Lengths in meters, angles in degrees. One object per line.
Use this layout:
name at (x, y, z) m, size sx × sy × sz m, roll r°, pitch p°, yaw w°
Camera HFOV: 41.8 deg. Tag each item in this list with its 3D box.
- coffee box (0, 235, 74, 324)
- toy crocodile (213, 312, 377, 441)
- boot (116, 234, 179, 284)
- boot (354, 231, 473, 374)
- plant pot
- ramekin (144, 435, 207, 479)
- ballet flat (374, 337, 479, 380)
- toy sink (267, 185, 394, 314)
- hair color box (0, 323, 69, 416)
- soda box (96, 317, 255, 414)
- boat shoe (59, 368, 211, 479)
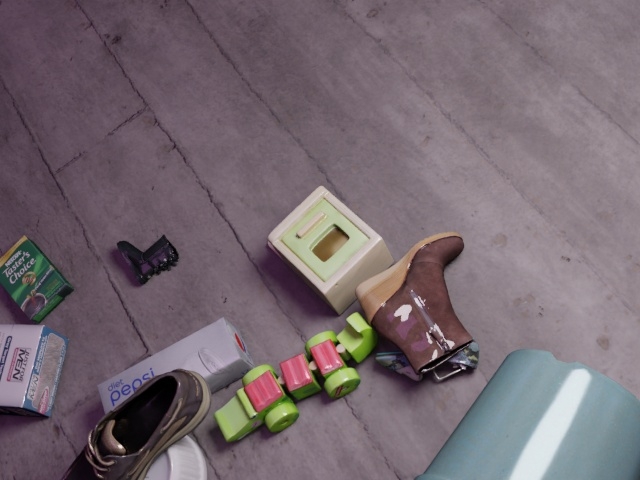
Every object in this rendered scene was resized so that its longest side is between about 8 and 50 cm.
coffee box at (-0.635, 0.085, 1.837) m, size 0.113 × 0.040 × 0.184 m, roll -45°, pitch 61°, yaw -5°
toy crocodile at (-0.045, 0.253, 1.533) m, size 0.341 × 0.105 × 0.115 m, roll -30°, pitch 60°, yaw 3°
boot at (-0.364, 0.025, 1.777) m, size 0.099 × 0.045 × 0.121 m, roll -37°, pitch 68°, yaw 1°
boot at (0.208, 0.110, 1.512) m, size 0.248 × 0.090 × 0.207 m, roll -31°, pitch 59°, yaw -17°
plant pot at (0.318, 0.368, 1.257) m, size 0.341 × 0.341 × 0.334 m, roll 25°, pitch 67°, yaw 26°
ramekin at (-0.324, 0.436, 1.535) m, size 0.207 × 0.109 × 0.207 m, roll -7°, pitch 64°, yaw 15°
ballet flat at (0.191, 0.219, 1.500) m, size 0.189 × 0.070 × 0.070 m, roll -11°, pitch 63°, yaw 16°
toy sink at (0.000, 0.000, 1.622) m, size 0.153 × 0.131 × 0.234 m, roll -43°, pitch 60°, yaw -5°
hair color box at (-0.714, 0.266, 1.741) m, size 0.347 × 0.105 × 0.173 m, roll 0°, pitch 66°, yaw 18°
soda box at (-0.276, 0.264, 1.610) m, size 0.286 × 0.091 × 0.098 m, roll -28°, pitch 61°, yaw 4°
boat shoe at (-0.349, 0.350, 1.445) m, size 0.132 × 0.130 × 0.355 m, roll 38°, pitch 81°, yaw 28°
